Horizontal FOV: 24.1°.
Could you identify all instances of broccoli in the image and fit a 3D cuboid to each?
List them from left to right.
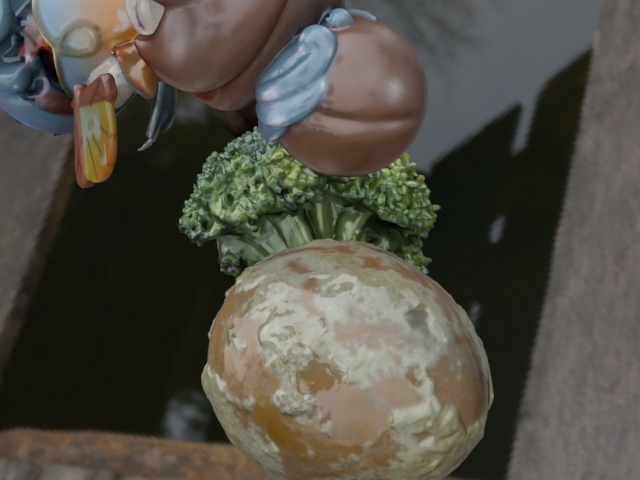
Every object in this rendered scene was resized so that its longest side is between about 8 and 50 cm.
[{"bbox_3d":[-0.001,-0.020,1.585,0.260,0.288,0.235,27,112,61],"label":"broccoli"}]

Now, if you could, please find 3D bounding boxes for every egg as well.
[{"bbox_3d":[0.021,0.104,1.166,0.245,0.203,0.203,24,76,37],"label":"egg"}]

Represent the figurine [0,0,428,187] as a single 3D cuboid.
[{"bbox_3d":[-0.099,-0.183,1.244,0.388,0.248,0.277,-7,78,51],"label":"figurine"}]
